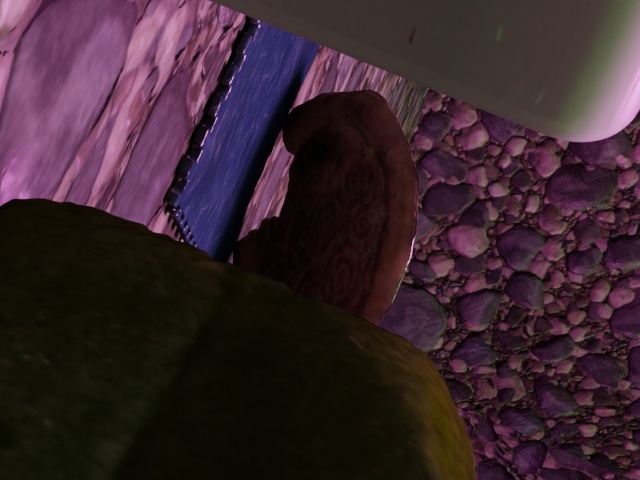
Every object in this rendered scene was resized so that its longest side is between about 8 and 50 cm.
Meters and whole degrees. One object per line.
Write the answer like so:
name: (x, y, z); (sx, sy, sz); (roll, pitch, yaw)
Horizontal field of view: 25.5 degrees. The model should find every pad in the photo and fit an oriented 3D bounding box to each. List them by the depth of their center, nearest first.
pad: (-0.033, -0.110, 0.948); (0.269, 0.012, 0.270); (86, 27, -80)

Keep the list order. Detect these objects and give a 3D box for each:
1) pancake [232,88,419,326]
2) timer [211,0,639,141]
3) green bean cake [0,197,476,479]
pancake: (0.000, 0.000, 1.046); (0.212, 0.029, 0.235); (37, -69, 54)
timer: (0.042, -0.177, 0.388); (0.194, 0.192, 0.195); (-63, 173, -46)
green bean cake: (-0.054, 0.098, 0.433); (0.248, 0.222, 0.125); (-64, 174, -64)
